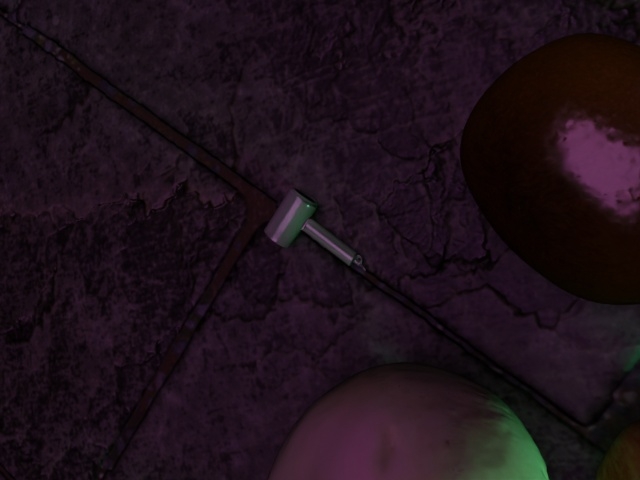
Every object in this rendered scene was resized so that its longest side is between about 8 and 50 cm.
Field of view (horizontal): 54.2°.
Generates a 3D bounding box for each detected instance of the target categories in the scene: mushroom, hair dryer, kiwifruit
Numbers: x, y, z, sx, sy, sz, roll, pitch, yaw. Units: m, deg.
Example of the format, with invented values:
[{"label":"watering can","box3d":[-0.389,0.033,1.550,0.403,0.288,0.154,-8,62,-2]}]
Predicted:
[{"label":"mushroom","box3d":[0.083,0.278,0.512,0.356,0.315,0.315,36,101,32]},{"label":"hair dryer","box3d":[0.000,0.000,0.703,0.124,0.038,0.063,37,102,11]},{"label":"kiwifruit","box3d":[0.235,-0.053,0.527,0.196,0.196,0.234,-41,78,15]}]

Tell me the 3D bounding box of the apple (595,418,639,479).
[{"label":"apple","box3d":[0.303,0.212,0.514,0.146,0.146,0.131,-38,55,16]}]
